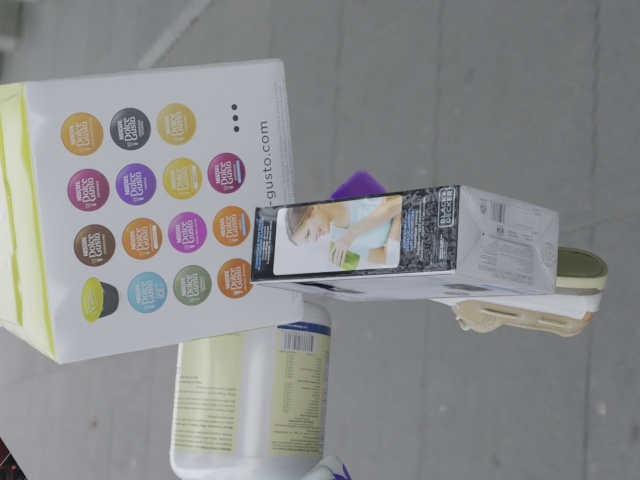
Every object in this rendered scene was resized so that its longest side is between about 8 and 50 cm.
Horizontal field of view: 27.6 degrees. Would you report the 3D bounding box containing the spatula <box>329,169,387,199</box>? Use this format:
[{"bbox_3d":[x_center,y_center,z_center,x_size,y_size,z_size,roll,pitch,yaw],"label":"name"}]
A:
[{"bbox_3d":[0.000,0.000,2.247,0.296,0.084,0.030,-46,-11,-9],"label":"spatula"}]

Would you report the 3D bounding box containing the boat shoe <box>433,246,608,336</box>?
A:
[{"bbox_3d":[0.200,0.063,1.622,0.113,0.302,0.103,-83,0,-61],"label":"boat shoe"}]

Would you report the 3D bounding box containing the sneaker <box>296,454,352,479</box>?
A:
[{"bbox_3d":[0.065,0.376,1.740,0.130,0.322,0.236,53,-157,-50],"label":"sneaker"}]

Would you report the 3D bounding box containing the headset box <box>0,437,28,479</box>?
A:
[{"bbox_3d":[-0.511,0.315,1.721,0.218,0.293,0.110,-8,29,34],"label":"headset box"}]

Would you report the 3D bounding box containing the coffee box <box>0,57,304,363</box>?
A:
[{"bbox_3d":[-0.249,-0.052,1.710,0.338,0.334,0.338,11,108,64],"label":"coffee box"}]

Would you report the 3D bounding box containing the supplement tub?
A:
[{"bbox_3d":[-0.107,0.254,1.988,0.235,0.235,0.325,163,113,-68],"label":"supplement tub"}]

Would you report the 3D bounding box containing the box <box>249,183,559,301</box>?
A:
[{"bbox_3d":[0.083,0.009,1.360,0.290,0.169,0.087,-4,79,44],"label":"box"}]
